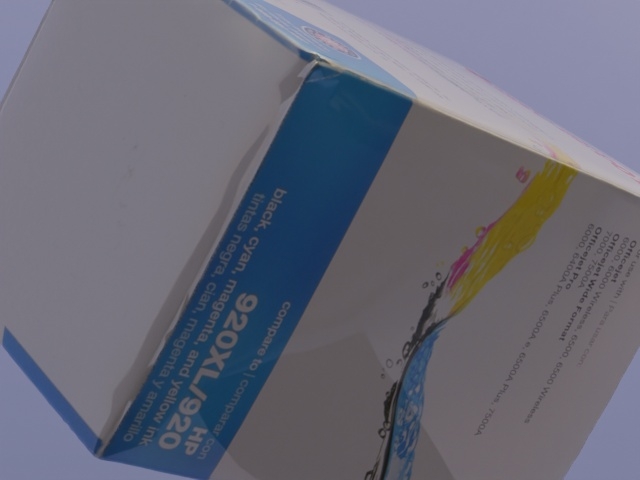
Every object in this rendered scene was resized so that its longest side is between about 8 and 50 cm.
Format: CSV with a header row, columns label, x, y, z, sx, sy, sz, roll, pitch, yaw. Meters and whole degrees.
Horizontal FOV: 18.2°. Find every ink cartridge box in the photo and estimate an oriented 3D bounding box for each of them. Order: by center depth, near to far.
label,x,y,z,sx,sy,sz,roll,pitch,yaw
ink cartridge box,0.000,0.000,0.816,0.233,0.171,0.168,19,-76,-41
